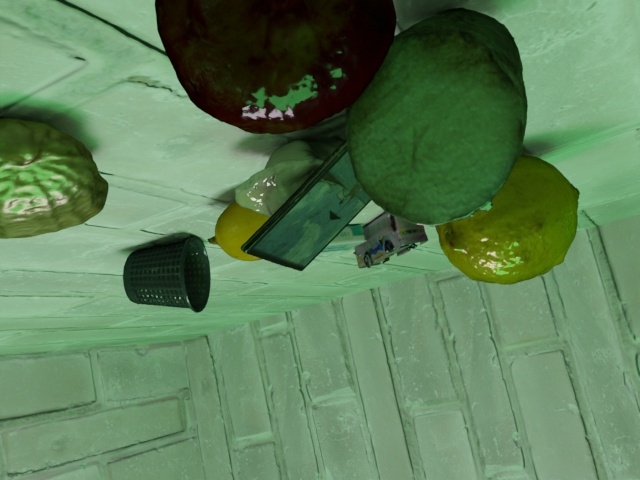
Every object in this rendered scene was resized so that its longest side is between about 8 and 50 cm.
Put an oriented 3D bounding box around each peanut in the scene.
[{"bbox_3d":[-0.372,-0.073,0.843,0.196,0.110,0.233,-9,170,-15],"label":"peanut"}]

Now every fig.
[{"bbox_3d":[-0.011,-0.190,0.578,0.190,0.191,0.290,-18,-176,26],"label":"fig"}]

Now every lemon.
[{"bbox_3d":[0.396,-0.043,1.409,0.321,0.268,0.268,-13,169,-18],"label":"lemon"}]

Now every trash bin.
[{"bbox_3d":[-0.349,0.080,1.516,0.161,0.175,0.175,-3,170,11],"label":"trash bin"}]

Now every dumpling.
[{"bbox_3d":[-0.003,-0.101,1.058,0.252,0.131,0.179,-7,161,-39],"label":"dumpling"}]

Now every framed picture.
[{"bbox_3d":[0.048,-0.089,1.006,0.347,0.016,0.265,-45,164,4],"label":"framed picture"}]

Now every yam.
[{"bbox_3d":[0.124,-0.138,0.668,0.168,0.168,0.304,-17,-165,22],"label":"yam"}]

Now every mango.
[{"bbox_3d":[-0.068,-0.047,1.271,0.316,0.119,0.176,-20,159,14],"label":"mango"}]

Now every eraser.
[{"bbox_3d":[0.000,0.000,1.725,0.225,0.052,0.095,-6,169,-34],"label":"eraser"}]

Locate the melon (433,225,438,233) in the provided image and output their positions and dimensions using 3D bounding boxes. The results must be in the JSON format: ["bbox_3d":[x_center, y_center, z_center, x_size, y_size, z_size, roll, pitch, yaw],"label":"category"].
[{"bbox_3d":[0.352,-0.056,1.617,0.192,0.139,0.139,-16,168,23],"label":"melon"}]

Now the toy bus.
[{"bbox_3d":[0.172,-0.002,1.740,0.090,0.112,0.274,-10,169,-23],"label":"toy bus"}]
